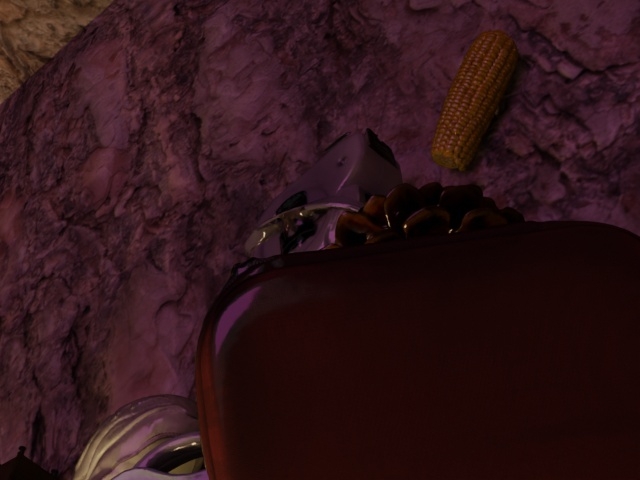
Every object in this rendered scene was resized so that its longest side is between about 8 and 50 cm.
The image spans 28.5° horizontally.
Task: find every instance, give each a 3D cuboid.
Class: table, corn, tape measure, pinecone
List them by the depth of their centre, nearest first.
[{"bbox_3d":[0.125,0.083,1.185,0.246,0.246,0.292,-41,43,11],"label":"pinecone"},{"bbox_3d":[0.000,0.000,1.545,0.236,0.120,0.197,-38,34,23],"label":"tape measure"},{"bbox_3d":[0.191,-0.177,1.555,0.067,0.067,0.206,-3,55,50],"label":"corn"},{"bbox_3d":[-0.404,0.335,1.699,0.070,0.083,0.082,-32,30,29],"label":"table"}]

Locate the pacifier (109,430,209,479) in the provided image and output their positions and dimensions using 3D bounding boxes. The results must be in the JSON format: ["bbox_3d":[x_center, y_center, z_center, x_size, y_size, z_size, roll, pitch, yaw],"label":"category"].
[{"bbox_3d":[-0.148,0.291,1.247,0.299,0.233,0.244,-12,64,14],"label":"pacifier"}]

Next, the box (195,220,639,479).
[{"bbox_3d":[0.102,0.122,1.010,0.404,0.108,0.263,-7,81,2],"label":"box"}]

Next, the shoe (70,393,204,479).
[{"bbox_3d":[-0.230,0.344,1.440,0.342,0.132,0.210,-47,35,8],"label":"shoe"}]
